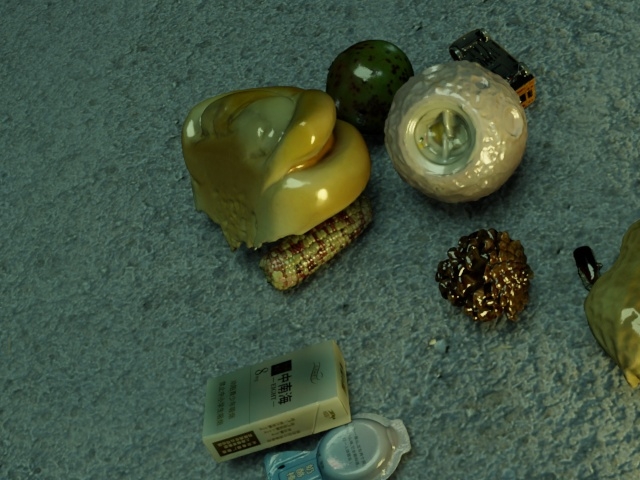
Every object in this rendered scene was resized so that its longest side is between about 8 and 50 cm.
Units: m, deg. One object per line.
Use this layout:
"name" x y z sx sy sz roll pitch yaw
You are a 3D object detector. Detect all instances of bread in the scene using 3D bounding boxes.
"bread" -0.111 -0.151 1.767 0.424 0.245 0.329 18 66 51

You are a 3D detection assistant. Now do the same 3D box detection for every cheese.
"cheese" 0.028 0.357 1.504 0.245 0.052 0.135 -23 49 6

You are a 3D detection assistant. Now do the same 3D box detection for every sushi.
"sushi" 0.453 0.042 1.558 0.044 0.046 0.083 -18 51 9

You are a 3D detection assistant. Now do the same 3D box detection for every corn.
"corn" 0.000 0.000 1.747 0.253 0.086 0.086 -35 51 -9

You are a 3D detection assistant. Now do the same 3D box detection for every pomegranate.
"pomegranate" 0.126 -0.292 1.848 0.248 0.202 0.202 26 66 5

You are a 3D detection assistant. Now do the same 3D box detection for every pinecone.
"pinecone" 0.273 0.058 1.556 0.174 0.173 0.173 -11 53 15

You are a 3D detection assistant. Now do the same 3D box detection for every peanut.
"peanut" 0.501 0.083 1.448 0.159 0.143 0.291 15 60 18

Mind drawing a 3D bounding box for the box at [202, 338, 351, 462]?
"box" -0.074 0.269 1.569 0.243 0.067 0.155 -18 33 10

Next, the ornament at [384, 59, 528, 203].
"ornament" 0.245 -0.196 1.684 0.260 0.225 0.259 5 102 23

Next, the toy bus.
"toy bus" 0.340 -0.336 1.845 0.083 0.088 0.194 -34 53 -4
